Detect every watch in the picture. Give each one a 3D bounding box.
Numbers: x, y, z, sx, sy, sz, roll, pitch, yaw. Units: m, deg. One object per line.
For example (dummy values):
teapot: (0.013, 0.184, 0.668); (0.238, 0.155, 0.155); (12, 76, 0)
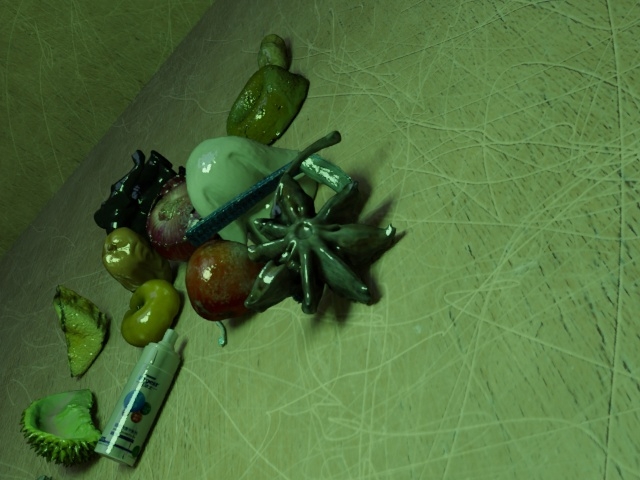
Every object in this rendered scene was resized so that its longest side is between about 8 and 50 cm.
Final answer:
watch: (-0.084, -0.054, 1.550); (0.276, 0.068, 0.274); (28, 83, 20)

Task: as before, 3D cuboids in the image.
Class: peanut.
peanut: (-0.139, -0.543, 2.331); (0.099, 0.099, 0.214); (-39, 25, 28)

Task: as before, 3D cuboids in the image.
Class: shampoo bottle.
shampoo bottle: (-0.386, 0.336, 1.730); (0.092, 0.092, 0.303); (-12, 49, 54)

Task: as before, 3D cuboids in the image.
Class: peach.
peach: (-0.422, 0.180, 1.948); (0.179, 0.103, 0.179); (-42, 28, 29)

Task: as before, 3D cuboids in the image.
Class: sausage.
sausage: (-0.471, 0.060, 2.025); (0.120, 0.241, 0.136); (-21, 53, 15)

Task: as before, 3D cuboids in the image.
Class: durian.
durian: (-0.627, 0.450, 1.927); (0.169, 0.157, 0.356); (-42, 25, -12)

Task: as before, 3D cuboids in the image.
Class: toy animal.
toy animal: (-0.159, -0.118, 1.688); (0.271, 0.265, 0.206); (-49, 29, 9)

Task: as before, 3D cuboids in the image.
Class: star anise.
star anise: (0.000, 0.000, 1.411); (0.359, 0.139, 0.316); (-43, 66, -11)

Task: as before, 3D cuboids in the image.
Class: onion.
onion: (-0.331, -0.059, 2.012); (0.248, 0.161, 0.248); (-34, 44, 40)

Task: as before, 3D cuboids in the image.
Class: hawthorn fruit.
hawthorn fruit: (-0.202, 0.083, 1.636); (0.173, 0.173, 0.172); (-39, 31, 29)

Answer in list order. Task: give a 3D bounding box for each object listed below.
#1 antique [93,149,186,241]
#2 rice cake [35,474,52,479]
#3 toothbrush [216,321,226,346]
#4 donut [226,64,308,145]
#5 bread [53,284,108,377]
antique: (-0.473, -0.103, 2.195); (0.185, 0.322, 0.255); (43, 94, 22)
rice cake: (-0.764, 0.677, 1.998); (0.270, 0.049, 0.055); (-41, 44, 22)
toothbrush: (-0.226, 0.171, 1.740); (0.022, 0.017, 0.204); (-32, 31, 3)
donut: (-0.159, -0.356, 2.130); (0.272, 0.107, 0.272); (-41, 30, 30)
bread: (-0.673, 0.245, 2.246); (0.174, 0.133, 0.251); (-130, 33, -65)
